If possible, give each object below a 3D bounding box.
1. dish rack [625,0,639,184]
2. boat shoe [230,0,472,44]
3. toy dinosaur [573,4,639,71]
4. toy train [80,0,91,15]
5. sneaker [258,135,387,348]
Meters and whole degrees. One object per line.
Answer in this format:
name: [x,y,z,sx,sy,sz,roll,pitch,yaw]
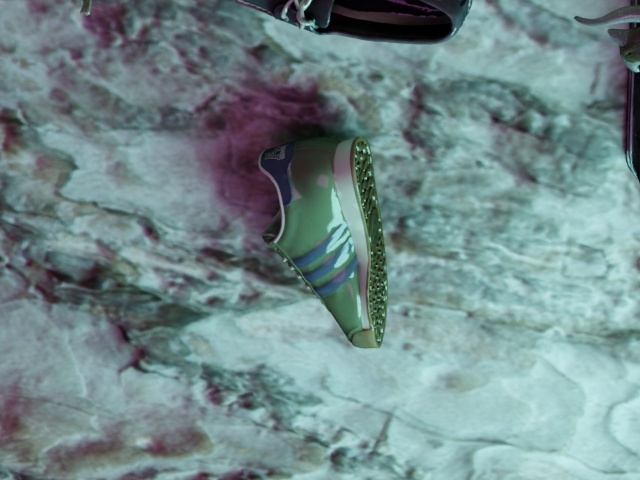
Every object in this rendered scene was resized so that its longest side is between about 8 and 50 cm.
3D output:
dish rack: [0.351,-0.105,1.310,0.271,0.074,0.208,-1,130,5]
boat shoe: [0.002,-0.175,1.294,0.206,0.065,0.075,9,130,-1]
toy dinosaur: [0.327,-0.184,1.164,0.313,0.121,0.160,-43,107,12]
toy train: [-0.069,-0.228,1.145,0.143,0.248,0.105,-29,121,21]
sneaker: [0.000,0.000,1.445,0.086,0.064,0.192,3,130,14]
